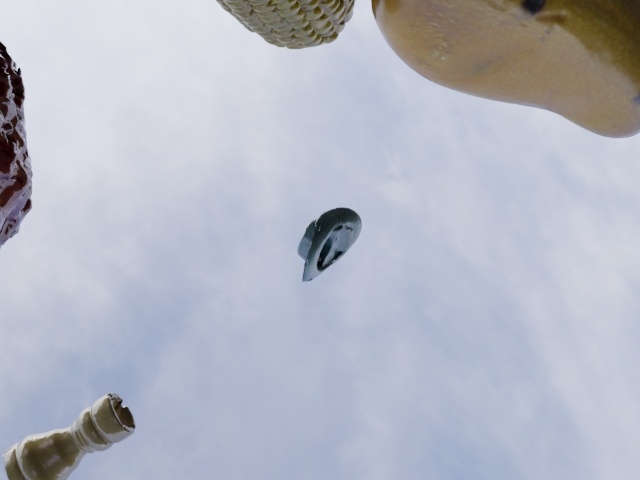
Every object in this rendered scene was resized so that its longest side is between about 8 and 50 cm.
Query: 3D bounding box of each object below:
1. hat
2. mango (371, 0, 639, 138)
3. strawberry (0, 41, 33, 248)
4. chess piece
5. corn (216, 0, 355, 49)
[{"bbox_3d":[0.000,0.000,1.499,0.078,0.138,0.191,29,-144,24],"label":"hat"},{"bbox_3d":[0.165,-0.171,0.613,0.262,0.157,0.109,21,-118,-11],"label":"mango"},{"bbox_3d":[-0.359,-0.077,0.670,0.274,0.274,0.220,60,-169,9],"label":"strawberry"},{"bbox_3d":[-0.250,0.204,0.772,0.066,0.122,0.066,55,180,0],"label":"chess piece"},{"bbox_3d":[-0.074,-0.268,0.593,0.387,0.144,0.144,40,-151,-68],"label":"corn"}]
